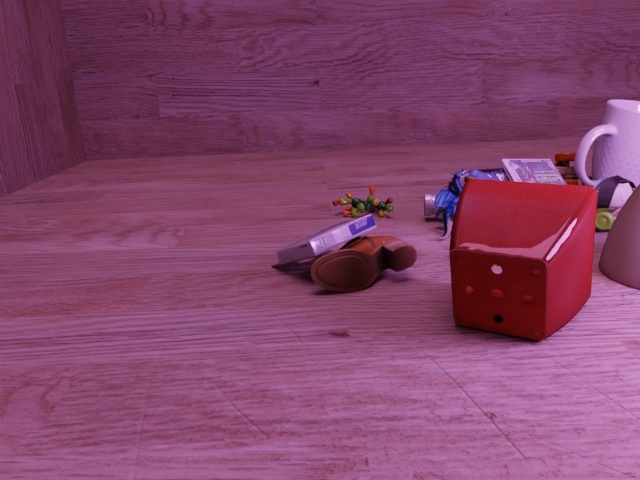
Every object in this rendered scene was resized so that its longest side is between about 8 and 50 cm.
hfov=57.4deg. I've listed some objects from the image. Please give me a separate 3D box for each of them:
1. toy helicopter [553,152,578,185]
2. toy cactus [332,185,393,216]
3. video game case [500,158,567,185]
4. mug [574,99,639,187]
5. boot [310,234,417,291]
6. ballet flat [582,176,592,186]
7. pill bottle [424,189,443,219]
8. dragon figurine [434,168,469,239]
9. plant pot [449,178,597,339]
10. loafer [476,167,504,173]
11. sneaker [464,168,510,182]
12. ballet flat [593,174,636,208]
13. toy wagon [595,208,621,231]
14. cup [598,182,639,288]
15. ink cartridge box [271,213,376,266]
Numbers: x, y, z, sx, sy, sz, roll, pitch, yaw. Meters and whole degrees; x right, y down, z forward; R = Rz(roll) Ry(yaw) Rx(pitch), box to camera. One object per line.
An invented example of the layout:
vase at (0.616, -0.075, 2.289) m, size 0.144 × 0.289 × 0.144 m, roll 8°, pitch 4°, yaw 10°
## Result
toy helicopter at (0.984, -0.282, 2.441) m, size 0.235 × 0.140 × 0.355 m, roll -1°, pitch 4°, yaw 39°
toy cactus at (0.171, -0.137, 2.095) m, size 0.219 × 0.112 × 0.181 m, roll -3°, pitch 5°, yaw 30°
video game case at (0.713, -0.207, 1.933) m, size 0.191 × 0.022 × 0.173 m, roll -2°, pitch 50°, yaw -16°
mug at (1.026, -0.286, 1.974) m, size 0.375 × 0.327 × 0.276 m, roll -2°, pitch 25°, yaw -17°
boot at (0.078, 0.041, 1.491) m, size 0.284 × 0.108 × 0.220 m, roll -18°, pitch 15°, yaw -18°
ballet flat at (1.061, -0.231, 2.302) m, size 0.049 × 0.057 × 0.173 m, roll -26°, pitch 0°, yaw 33°
pill bottle at (0.442, -0.121, 1.962) m, size 0.184 × 0.103 × 0.103 m, roll -1°, pitch 17°, yaw 7°
dragon figurine at (0.406, -0.105, 1.842) m, size 0.144 × 0.085 × 0.289 m, roll 31°, pitch 64°, yaw 28°
plant pot at (0.390, 0.048, 1.183) m, size 0.267 × 0.267 × 0.236 m, roll 8°, pitch 31°, yaw 31°
loafer at (0.750, -0.231, 2.225) m, size 0.130 × 0.133 × 0.366 m, roll -17°, pitch 22°, yaw -38°
sneaker at (0.619, -0.207, 1.999) m, size 0.297 × 0.130 × 0.112 m, roll 17°, pitch 12°, yaw -29°
ballet flat at (0.902, -0.149, 1.780) m, size 0.096 × 0.095 × 0.281 m, roll 23°, pitch 28°, yaw 32°
toy wagon at (0.847, -0.098, 1.890) m, size 0.345 × 0.068 × 0.267 m, roll 11°, pitch 21°, yaw 40°
cup at (0.850, -0.033, 1.383) m, size 0.332 × 0.236 × 0.331 m, roll -3°, pitch 16°, yaw 1°
ink cartridge box at (0.000, 0.000, 1.559) m, size 0.223 × 0.045 × 0.224 m, roll -24°, pitch 4°, yaw -36°
